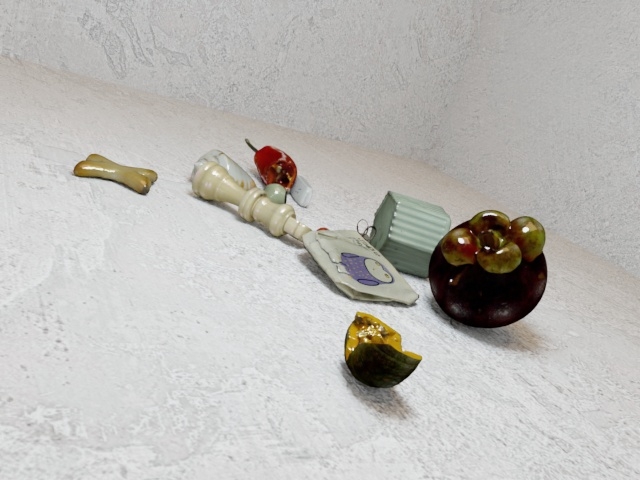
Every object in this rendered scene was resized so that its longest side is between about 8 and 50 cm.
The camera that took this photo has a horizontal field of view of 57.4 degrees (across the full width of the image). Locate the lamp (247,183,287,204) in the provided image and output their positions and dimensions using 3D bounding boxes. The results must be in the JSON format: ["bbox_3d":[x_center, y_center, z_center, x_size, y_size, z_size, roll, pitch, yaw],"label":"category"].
[{"bbox_3d":[-0.192,-0.144,1.898,0.163,0.091,0.091,6,17,5],"label":"lamp"}]

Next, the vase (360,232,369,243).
[{"bbox_3d":[0.097,0.001,1.809,0.101,0.053,0.053,5,22,-29],"label":"vase"}]

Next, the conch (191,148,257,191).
[{"bbox_3d":[-0.309,-0.230,1.936,0.158,0.127,0.255,32,21,35],"label":"conch"}]

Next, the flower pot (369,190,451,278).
[{"bbox_3d":[0.267,-0.019,1.789,0.190,0.209,0.239,17,19,-9],"label":"flower pot"}]

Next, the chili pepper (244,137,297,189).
[{"bbox_3d":[-0.187,-0.294,2.246,0.131,0.134,0.338,-7,26,-20],"label":"chili pepper"}]

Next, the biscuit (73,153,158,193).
[{"bbox_3d":[-0.581,-0.196,1.680,0.208,0.047,0.164,16,17,-11],"label":"biscuit"}]

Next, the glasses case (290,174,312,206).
[{"bbox_3d":[-0.071,-0.183,2.136,0.049,0.076,0.197,15,19,-22],"label":"glasses case"}]

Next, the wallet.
[{"bbox_3d":[0.099,0.055,1.569,0.275,0.068,0.335,0,37,-37],"label":"wallet"}]

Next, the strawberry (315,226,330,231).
[{"bbox_3d":[0.000,0.000,1.705,0.083,0.073,0.073,-26,34,-13],"label":"strawberry"}]

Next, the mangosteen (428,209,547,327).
[{"bbox_3d":[0.433,0.063,1.509,0.307,0.347,0.306,-3,50,4],"label":"mangosteen"}]

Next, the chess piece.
[{"bbox_3d":[-0.192,-0.105,1.717,0.397,0.117,0.117,28,19,21],"label":"chess piece"}]

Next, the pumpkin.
[{"bbox_3d":[0.103,0.214,1.087,0.119,0.107,0.183,23,9,-14],"label":"pumpkin"}]
